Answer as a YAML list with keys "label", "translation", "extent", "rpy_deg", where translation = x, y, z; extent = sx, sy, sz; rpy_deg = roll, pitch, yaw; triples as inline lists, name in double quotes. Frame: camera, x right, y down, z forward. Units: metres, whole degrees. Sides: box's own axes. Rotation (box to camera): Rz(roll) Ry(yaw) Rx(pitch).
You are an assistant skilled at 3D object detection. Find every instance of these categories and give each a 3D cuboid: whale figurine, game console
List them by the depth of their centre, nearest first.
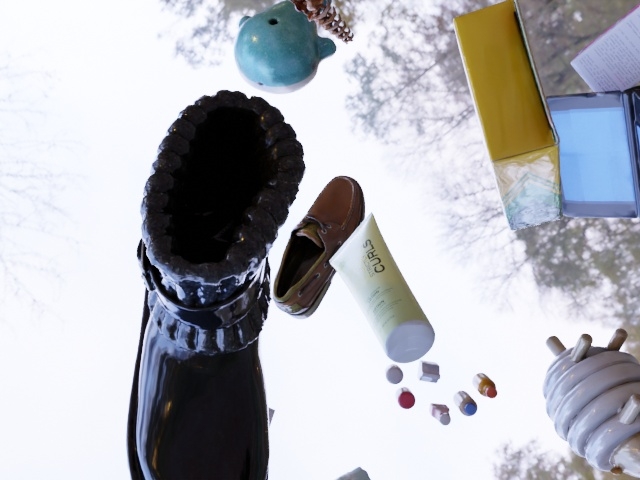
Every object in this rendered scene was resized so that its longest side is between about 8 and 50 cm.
- label: "game console"
  translation: [0.538, -0.114, 1.288]
  extent: [0.250, 0.173, 0.293]
  rpy_deg: [-93, -18, -54]
- label: "whale figurine"
  translation: [-0.069, -0.429, 1.422]
  extent: [0.216, 0.141, 0.272]
  rpy_deg: [20, -113, 12]

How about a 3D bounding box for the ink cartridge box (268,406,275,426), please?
- label: "ink cartridge box"
  translation: [-0.154, 0.423, 1.530]
  extent: [0.052, 0.088, 0.122]
  rpy_deg: [29, -122, -14]

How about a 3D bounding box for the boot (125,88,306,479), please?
- label: "boot"
  translation: [-0.091, 0.079, 0.587]
  extent: [0.131, 0.260, 0.348]
  rpy_deg: [-1, -112, -19]

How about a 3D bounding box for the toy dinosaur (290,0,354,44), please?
- label: "toy dinosaur"
  translation: [-0.031, -0.488, 1.188]
  extent: [0.164, 0.218, 0.322]
  rpy_deg: [33, 157, 35]

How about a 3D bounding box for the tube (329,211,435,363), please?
- label: "tube"
  translation: [0.068, 0.054, 0.869]
  extent: [0.240, 0.070, 0.062]
  rpy_deg: [-114, 12, -57]

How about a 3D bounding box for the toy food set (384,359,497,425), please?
- label: "toy food set"
  translation: [0.251, 0.325, 1.495]
  extent: [0.232, 0.111, 0.104]
  rpy_deg: [10, -178, -1]

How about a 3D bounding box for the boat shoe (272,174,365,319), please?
- label: "boat shoe"
  translation: [0.000, 0.000, 1.352]
  extent: [0.307, 0.110, 0.104]
  rpy_deg: [-69, -26, -15]

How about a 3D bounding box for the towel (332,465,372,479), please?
- label: "towel"
  translation: [0.029, 0.716, 1.473]
  extent: [0.320, 0.090, 0.375]
  rpy_deg: [-23, -86, -31]

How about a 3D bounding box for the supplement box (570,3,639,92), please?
- label: "supplement box"
  translation: [0.600, -0.373, 1.322]
  extent: [0.114, 0.220, 0.111]
  rpy_deg: [49, -146, -1]

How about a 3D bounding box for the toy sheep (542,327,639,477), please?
- label: "toy sheep"
  translation: [0.209, 0.117, 0.521]
  extent: [0.091, 0.091, 0.132]
  rpy_deg: [26, -154, -33]

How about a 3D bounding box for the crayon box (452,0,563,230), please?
- label: "crayon box"
  translation: [0.243, -0.158, 0.899]
  extent: [0.318, 0.081, 0.202]
  rpy_deg: [42, -144, -64]
